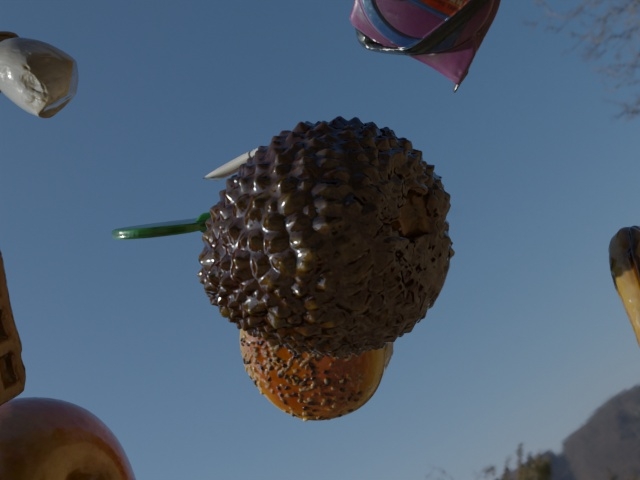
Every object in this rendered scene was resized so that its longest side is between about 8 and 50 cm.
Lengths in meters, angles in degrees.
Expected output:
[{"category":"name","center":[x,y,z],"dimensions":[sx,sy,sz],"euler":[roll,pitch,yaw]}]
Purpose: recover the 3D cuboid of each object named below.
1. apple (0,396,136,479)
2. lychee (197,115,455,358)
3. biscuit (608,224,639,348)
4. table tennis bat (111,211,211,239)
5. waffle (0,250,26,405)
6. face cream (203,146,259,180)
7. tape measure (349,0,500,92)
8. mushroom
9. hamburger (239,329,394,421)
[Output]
[{"category":"apple","center":[-0.463,0.426,1.419],"dimensions":[0.364,0.364,0.364],"euler":[-28,-25,-14]},{"category":"lychee","center":[0.000,0.000,0.944],"dimensions":[0.267,0.267,0.267],"euler":[-28,-25,-14]},{"category":"biscuit","center":[0.343,0.120,0.811],"dimensions":[0.045,0.299,0.154],"euler":[-34,-28,34]},{"category":"table tennis bat","center":[-0.209,-0.025,1.434],"dimensions":[0.257,0.039,0.160],"euler":[-8,6,5]},{"category":"waffle","center":[-0.484,0.074,1.084],"dimensions":[0.098,0.328,0.224],"euler":[1,16,24]},{"category":"face cream","center":[-0.133,-0.117,1.398],"dimensions":[0.115,0.020,0.038],"euler":[-23,-15,30]},{"category":"tape measure","center":[0.165,-0.384,1.370],"dimensions":[0.245,0.231,0.149],"euler":[-62,-1,30]},{"category":"mushroom","center":[-0.399,-0.226,1.202],"dimensions":[0.088,0.212,0.097],"euler":[-25,-56,-45]},{"category":"hamburger","center":[-0.012,0.182,1.622],"dimensions":[0.300,0.300,0.176],"euler":[-45,-11,23]}]
